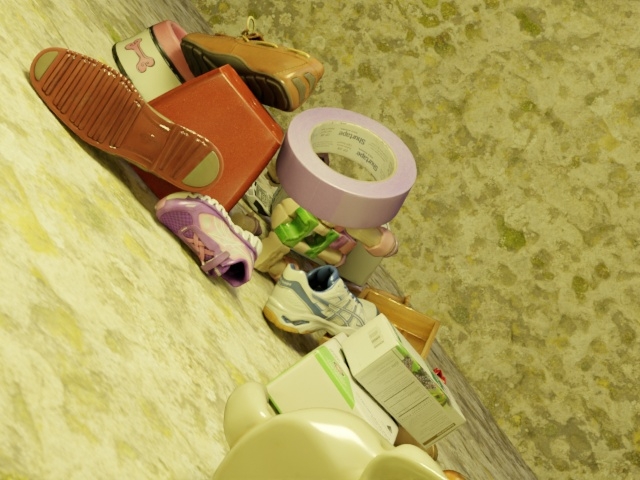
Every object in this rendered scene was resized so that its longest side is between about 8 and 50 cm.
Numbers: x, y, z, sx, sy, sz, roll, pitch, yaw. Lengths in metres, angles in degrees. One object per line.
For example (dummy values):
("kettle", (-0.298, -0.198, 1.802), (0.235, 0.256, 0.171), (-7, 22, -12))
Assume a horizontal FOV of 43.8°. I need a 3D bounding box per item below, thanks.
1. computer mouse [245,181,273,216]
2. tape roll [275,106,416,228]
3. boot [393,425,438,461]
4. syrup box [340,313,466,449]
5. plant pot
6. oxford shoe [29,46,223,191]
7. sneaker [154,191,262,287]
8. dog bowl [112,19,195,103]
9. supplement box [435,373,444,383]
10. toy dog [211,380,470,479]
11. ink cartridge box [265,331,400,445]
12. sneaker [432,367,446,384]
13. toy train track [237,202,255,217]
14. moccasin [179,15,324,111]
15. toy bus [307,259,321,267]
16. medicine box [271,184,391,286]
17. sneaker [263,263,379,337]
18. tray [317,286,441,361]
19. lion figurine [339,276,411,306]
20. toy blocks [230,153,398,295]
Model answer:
("computer mouse", (-0.179, -0.120, 2.054), (0.193, 0.042, 0.106), (49, 29, -43))
("tape roll", (0.052, -0.150, 1.608), (0.275, 0.090, 0.274), (14, 42, -13))
("boot", (0.147, 0.360, 1.723), (0.269, 0.089, 0.236), (41, 14, -47))
("syrup box", (0.144, 0.245, 1.369), (0.237, 0.096, 0.093), (48, 10, -30))
("plant pot", (-0.216, -0.195, 1.547), (0.267, 0.236, 0.267), (51, 9, -12))
("oxford shoe", (-0.330, -0.190, 1.341), (0.348, 0.123, 0.130), (37, -8, -16))
("sneaker", (-0.192, 0.006, 1.395), (0.236, 0.095, 0.104), (39, 39, -39))
("dog bowl", (-0.321, -0.369, 1.980), (0.408, 0.150, 0.408), (51, 8, -10))
("supplement box", (0.200, 0.313, 2.036), (0.233, 0.080, 0.078), (37, -3, -3))
("toy dog", (0.058, 0.352, 0.860), (0.395, 0.284, 0.408), (37, -4, 36))
("ink cartridge box", (0.032, 0.277, 1.355), (0.198, 0.115, 0.273), (54, 8, 6))
("sneaker", (0.281, 0.385, 2.176), (0.087, 0.128, 0.221), (50, 10, -22))
("toy train track", (-0.184, -0.069, 1.951), (0.083, 0.014, 0.048), (44, 18, -15))
("moccasin", (-0.154, -0.382, 1.686), (0.380, 0.147, 0.139), (19, -36, 42))
("toy bus", (0.000, 0.000, 2.260), (0.220, 0.150, 0.211), (50, 22, -32))
("medicine box", (0.024, -0.057, 2.006), (0.264, 0.149, 0.289), (28, 21, -14))
("sneaker", (0.029, 0.119, 1.589), (0.297, 0.130, 0.112), (9, 18, -46))
("tray", (0.136, 0.225, 1.755), (0.203, 0.076, 0.411), (25, 16, 10))
("lion figurine", (0.120, 0.170, 2.202), (0.240, 0.142, 0.392), (15, -12, 6))
("toy blocks", (0.000, -0.009, 1.774), (0.260, 0.288, 0.309), (28, 23, -55))
